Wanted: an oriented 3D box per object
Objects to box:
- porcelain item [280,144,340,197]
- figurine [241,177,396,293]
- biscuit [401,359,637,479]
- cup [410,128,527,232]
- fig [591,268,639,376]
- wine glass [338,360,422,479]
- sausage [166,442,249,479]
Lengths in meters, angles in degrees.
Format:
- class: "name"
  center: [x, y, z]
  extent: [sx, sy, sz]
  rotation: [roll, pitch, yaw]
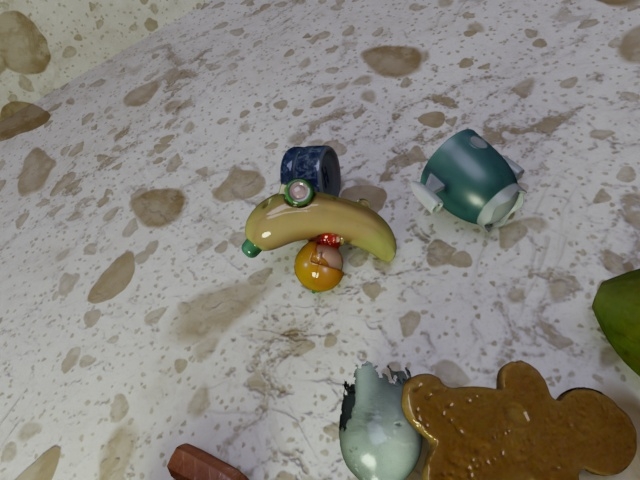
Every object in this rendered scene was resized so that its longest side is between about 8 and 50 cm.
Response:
- class: "porcelain item"
  center: [-0.025, -0.154, 1.080]
  extent: [0.114, 0.147, 0.147]
  rotation: [1, 55, 20]
- class: "figurine"
  center: [0.000, 0.000, 0.946]
  extent: [0.324, 0.124, 0.223]
  rotation: [14, 82, -1]
- class: "biscuit"
  center: [0.297, 0.291, 0.661]
  extent: [0.339, 0.047, 0.216]
  rotation: [-5, 60, -9]
- class: "cup"
  center: [0.323, -0.114, 0.926]
  extent: [0.299, 0.168, 0.173]
  rotation: [-20, 55, -29]
- class: "fig"
  center: [0.533, 0.132, 0.655]
  extent: [0.230, 0.207, 0.207]
  rotation: [-22, 41, 48]
- class: "wine glass"
  center: [0.097, 0.353, 0.674]
  extent: [0.143, 0.143, 0.322]
  rotation: [-10, 50, 11]
- class: "sausage"
  center: [-0.185, 0.412, 0.772]
  extent: [0.169, 0.065, 0.065]
  rotation: [11, 59, 28]
